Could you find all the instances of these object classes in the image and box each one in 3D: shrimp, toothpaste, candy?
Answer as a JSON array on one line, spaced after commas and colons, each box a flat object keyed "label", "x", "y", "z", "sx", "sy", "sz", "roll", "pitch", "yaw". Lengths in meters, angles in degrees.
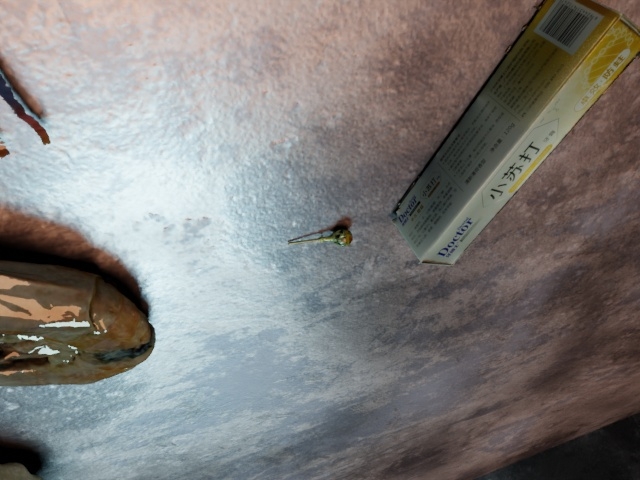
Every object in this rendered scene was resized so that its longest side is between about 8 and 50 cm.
[{"label": "shrimp", "x": -0.348, "y": 0.096, "z": 0.486, "sx": 0.247, "sy": 0.085, "sz": 0.360, "roll": -31, "pitch": 142, "yaw": 18}, {"label": "toothpaste", "x": 0.197, "y": -0.106, "z": 0.513, "sx": 0.071, "sy": 0.089, "sz": 0.313, "roll": 6, "pitch": 131, "yaw": -36}, {"label": "candy", "x": 0.000, "y": 0.000, "z": 0.586, "sx": 0.083, "sy": 0.025, "sz": 0.023, "roll": -8, "pitch": 109, "yaw": -5}]

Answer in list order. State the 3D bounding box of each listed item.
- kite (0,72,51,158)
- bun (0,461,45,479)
[{"label": "kite", "x": -0.281, "y": -0.152, "z": 0.294, "sx": 0.141, "sy": 0.015, "sz": 0.245, "roll": -18, "pitch": 135, "yaw": -5}, {"label": "bun", "x": -0.566, "y": 0.477, "z": 0.680, "sx": 0.359, "sy": 0.211, "sz": 0.360, "roll": -12, "pitch": 126, "yaw": -17}]
